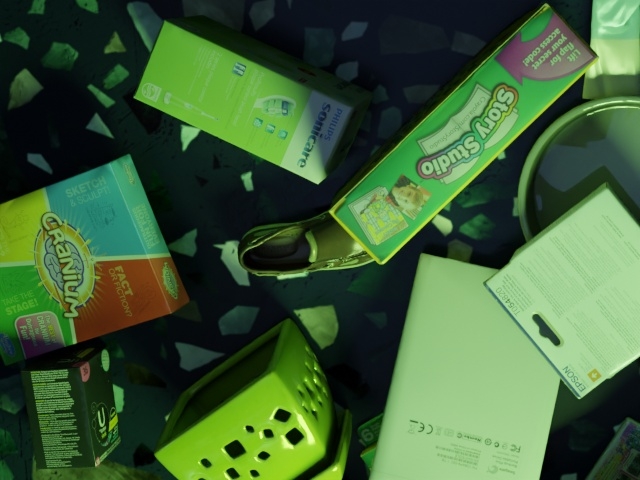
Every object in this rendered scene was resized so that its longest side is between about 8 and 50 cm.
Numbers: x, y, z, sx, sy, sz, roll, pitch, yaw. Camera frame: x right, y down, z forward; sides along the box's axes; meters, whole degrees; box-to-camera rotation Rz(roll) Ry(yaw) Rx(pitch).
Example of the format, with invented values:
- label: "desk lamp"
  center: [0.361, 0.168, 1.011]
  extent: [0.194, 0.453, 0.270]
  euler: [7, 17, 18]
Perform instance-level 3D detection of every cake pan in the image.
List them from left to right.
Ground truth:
- label: "cake pan"
  center: [0.426, -0.061, 1.902]
  extent: [0.293, 0.054, 0.293]
  euler: [2, 102, 10]

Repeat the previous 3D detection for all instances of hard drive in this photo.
- label: "hard drive"
  center: [0.218, 0.214, 1.932]
  extent: [0.233, 0.047, 0.353]
  euler: [12, 81, 7]

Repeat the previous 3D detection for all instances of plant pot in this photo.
- label: "plant pot"
  center: [-0.081, 0.284, 1.986]
  extent: [0.227, 0.228, 0.207]
  euler: [-35, 100, 15]

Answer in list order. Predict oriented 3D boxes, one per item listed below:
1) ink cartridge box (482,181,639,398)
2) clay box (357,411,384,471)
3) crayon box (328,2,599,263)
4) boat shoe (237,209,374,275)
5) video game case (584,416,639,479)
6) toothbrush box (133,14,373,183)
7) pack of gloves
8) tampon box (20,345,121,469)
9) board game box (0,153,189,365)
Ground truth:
- label: "ink cartridge box"
  center: [0.381, 0.071, 1.887]
  extent: [0.224, 0.045, 0.223]
  euler: [-39, 93, 16]
- label: "clay box"
  center: [0.158, 0.353, 2.039]
  extent: [0.127, 0.053, 0.222]
  euler: [-33, 95, 17]
- label: "crayon box"
  center: [0.174, -0.141, 1.766]
  extent: [0.363, 0.313, 0.106]
  euler: [-44, 92, 5]
- label: "boat shoe"
  center: [0.002, 0.008, 1.972]
  extent: [0.257, 0.095, 0.095]
  euler: [-14, 99, 13]
- label: "video game case"
  center: [0.474, 0.361, 2.001]
  extent: [0.143, 0.019, 0.157]
  euler: [31, 106, 3]
- label: "toothbrush box"
  center: [-0.088, -0.203, 1.888]
  extent: [0.283, 0.206, 0.122]
  euler: [27, 105, 5]
- label: "pack of gloves"
  center: [0.466, -0.300, 1.841]
  extent: [0.195, 0.046, 0.232]
  euler: [4, 123, 7]
- label: "tampon box"
  center: [-0.382, 0.256, 2.082]
  extent: [0.101, 0.120, 0.161]
  euler: [-4, 101, 12]
- label: "board game box"
  center: [-0.383, 0.032, 2.036]
  extent: [0.316, 0.064, 0.242]
  euler: [-19, 98, 24]
